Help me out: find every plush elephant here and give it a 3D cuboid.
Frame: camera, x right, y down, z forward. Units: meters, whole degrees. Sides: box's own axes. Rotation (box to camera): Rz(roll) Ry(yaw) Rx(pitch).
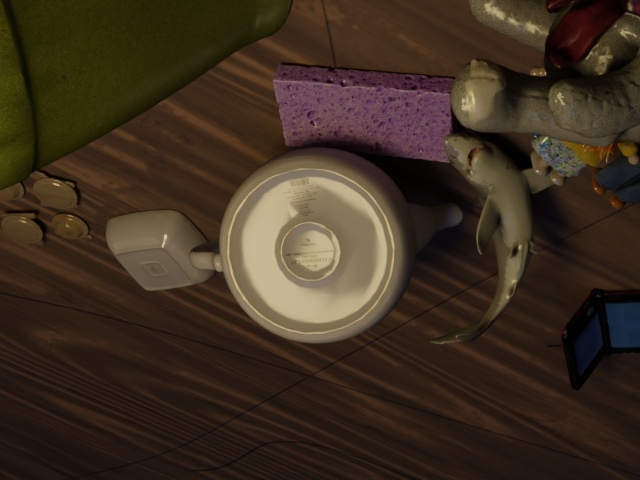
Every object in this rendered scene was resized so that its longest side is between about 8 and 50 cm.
[{"bbox_3d":[0.297,-0.217,1.083,0.330,0.272,0.255,21,129,5],"label":"plush elephant"}]

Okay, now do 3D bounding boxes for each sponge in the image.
[{"bbox_3d":[0.055,-0.149,1.448,0.210,0.031,0.117,7,144,12],"label":"sponge"}]

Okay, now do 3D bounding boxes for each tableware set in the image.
[{"bbox_3d":[-0.404,-0.045,1.769,0.141,0.020,0.168,6,142,10],"label":"tableware set"}]

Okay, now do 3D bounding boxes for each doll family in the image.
[{"bbox_3d":[0.337,-0.103,1.329,0.263,0.118,0.163,24,146,-14],"label":"doll family"}]

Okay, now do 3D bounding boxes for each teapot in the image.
[{"bbox_3d":[0.000,0.000,1.515,0.256,0.187,0.252,36,103,2],"label":"teapot"}]

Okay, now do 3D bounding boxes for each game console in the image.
[{"bbox_3d":[0.397,0.137,1.662,0.085,0.124,0.144,25,153,35],"label":"game console"}]

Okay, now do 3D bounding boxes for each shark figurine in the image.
[{"bbox_3d":[0.208,-0.007,1.503,0.166,0.116,0.278,-10,109,-24],"label":"shark figurine"}]

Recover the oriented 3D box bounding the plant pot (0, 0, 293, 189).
[{"bbox_3d":[-0.224,-0.250,1.102,0.353,0.366,0.366,-22,151,-22],"label":"plant pot"}]

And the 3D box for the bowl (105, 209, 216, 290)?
[{"bbox_3d":[-0.231,0.021,1.765,0.142,0.053,0.142,-7,137,27],"label":"bowl"}]
